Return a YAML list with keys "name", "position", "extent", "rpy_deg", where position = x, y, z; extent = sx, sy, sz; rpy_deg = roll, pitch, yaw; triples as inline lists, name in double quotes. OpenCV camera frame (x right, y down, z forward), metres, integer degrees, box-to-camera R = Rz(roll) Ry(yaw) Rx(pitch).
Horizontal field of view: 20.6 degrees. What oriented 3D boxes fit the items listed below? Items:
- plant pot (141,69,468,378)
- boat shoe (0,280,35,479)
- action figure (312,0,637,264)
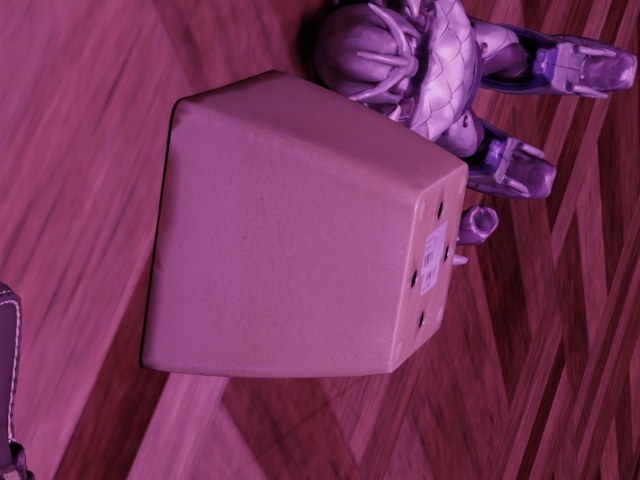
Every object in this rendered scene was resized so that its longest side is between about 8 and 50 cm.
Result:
- name: "plant pot"
  position: [0.000, 0.000, 0.706]
  extent: [0.109, 0.096, 0.109]
  rpy_deg: [-31, 133, -66]
- name: "boat shoe"
  position: [-0.104, 0.085, 0.525]
  extent: [0.056, 0.049, 0.152]
  rpy_deg: [-17, 119, -70]
- name: "action figure"
  position: [0.069, -0.079, 0.867]
  extent: [0.285, 0.099, 0.185]
  rpy_deg: [4, 109, -68]
